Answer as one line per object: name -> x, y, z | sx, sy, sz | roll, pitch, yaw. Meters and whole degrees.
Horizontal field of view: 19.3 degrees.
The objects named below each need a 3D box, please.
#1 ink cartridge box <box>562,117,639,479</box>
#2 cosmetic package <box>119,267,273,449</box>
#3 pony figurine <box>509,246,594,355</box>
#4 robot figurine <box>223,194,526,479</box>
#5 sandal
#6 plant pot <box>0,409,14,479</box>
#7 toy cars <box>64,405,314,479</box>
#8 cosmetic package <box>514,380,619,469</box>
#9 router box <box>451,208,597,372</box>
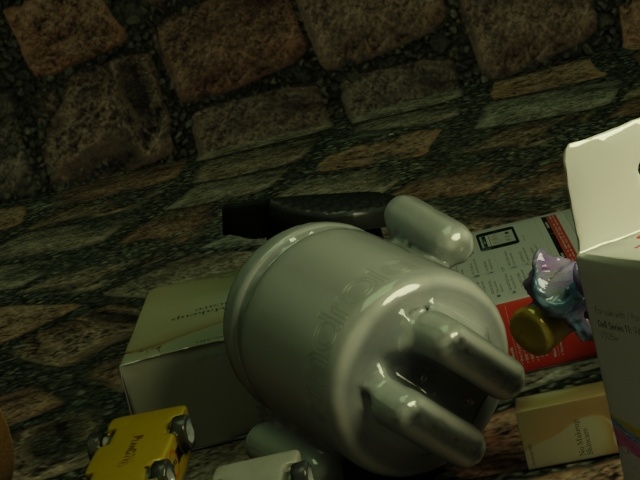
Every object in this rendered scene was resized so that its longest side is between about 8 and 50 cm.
ink cartridge box -> 0.308, 0.077, 1.297 | 0.207, 0.353, 0.119 | -21, 14, -26
cosmetic package -> -0.121, 0.127, 2.095 | 0.160, 0.113, 0.309 | -14, 12, 3
pony figurine -> 0.342, 0.036, 1.610 | 0.363, 0.351, 0.303 | -23, -27, -37
robot figurine -> 0.039, 0.097, 1.782 | 0.300, 0.200, 0.353 | -57, 34, -7
sandal -> 0.002, 0.000, 2.158 | 0.168, 0.107, 0.446 | -4, 1, -15
plant pot -> -0.459, 0.242, 1.790 | 0.237, 0.237, 0.254 | -6, 28, 32
toy cars -> -0.112, 0.243, 1.670 | 0.176, 0.087, 0.394 | -26, 20, -27
cosmetic package -> 0.235, 0.162, 1.676 | 0.115, 0.060, 0.041 | -14, 11, 10
router box -> 0.182, 0.065, 2.088 | 0.301, 0.082, 0.335 | -14, 13, 4
